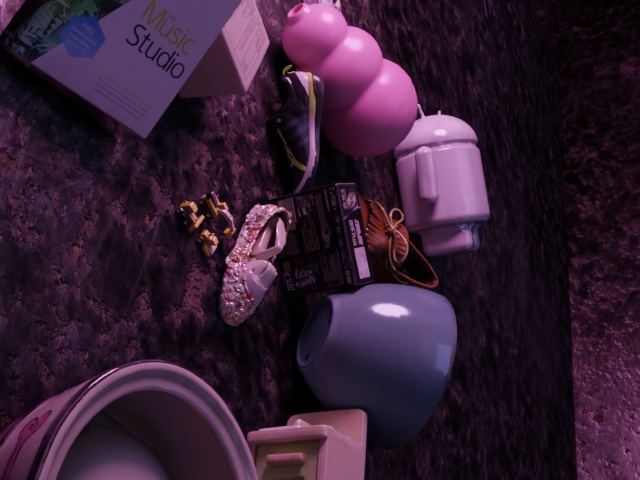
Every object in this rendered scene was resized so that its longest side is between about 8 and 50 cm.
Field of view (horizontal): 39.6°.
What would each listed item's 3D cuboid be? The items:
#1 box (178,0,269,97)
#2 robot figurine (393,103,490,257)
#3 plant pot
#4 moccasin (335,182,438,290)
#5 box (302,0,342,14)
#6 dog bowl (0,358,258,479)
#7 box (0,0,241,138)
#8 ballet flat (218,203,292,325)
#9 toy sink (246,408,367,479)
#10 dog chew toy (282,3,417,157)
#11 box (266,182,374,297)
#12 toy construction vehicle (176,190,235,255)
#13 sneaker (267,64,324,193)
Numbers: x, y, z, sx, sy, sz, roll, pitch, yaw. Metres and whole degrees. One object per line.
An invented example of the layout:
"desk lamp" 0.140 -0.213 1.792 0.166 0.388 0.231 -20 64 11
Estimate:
"box" -0.192 -0.377 1.324 0.148 0.121 0.311 -72 152 -42
"robot figurine" 0.283 -0.141 2.087 0.300 0.199 0.353 6 75 -71
"plant pot" 0.073 0.193 1.550 0.195 0.290 0.290 23 53 -18
"moccasin" 0.128 0.008 1.802 0.380 0.147 0.139 51 38 -41
"box" -0.005 -0.549 1.886 0.114 0.036 0.207 -3 83 -61
"dog bowl" -0.234 0.346 1.012 0.408 0.150 0.408 32 53 -55
"box" -0.228 -0.322 1.156 0.232 0.058 0.322 34 91 -48
"ballet flat" -0.103 0.029 1.448 0.091 0.077 0.241 53 38 -40
"toy sink" -0.027 0.362 1.382 0.131 0.152 0.234 43 45 -47
"dog chew toy" 0.046 -0.320 1.741 0.332 0.206 0.207 49 39 -30
"box" 0.000 0.000 1.572 0.077 0.147 0.180 -8 86 -62
"toy construction vehicle" -0.173 -0.032 1.385 0.098 0.035 0.086 65 31 -23
"sneaker" -0.053 -0.203 1.645 0.084 0.097 0.235 -164 -102 -78
